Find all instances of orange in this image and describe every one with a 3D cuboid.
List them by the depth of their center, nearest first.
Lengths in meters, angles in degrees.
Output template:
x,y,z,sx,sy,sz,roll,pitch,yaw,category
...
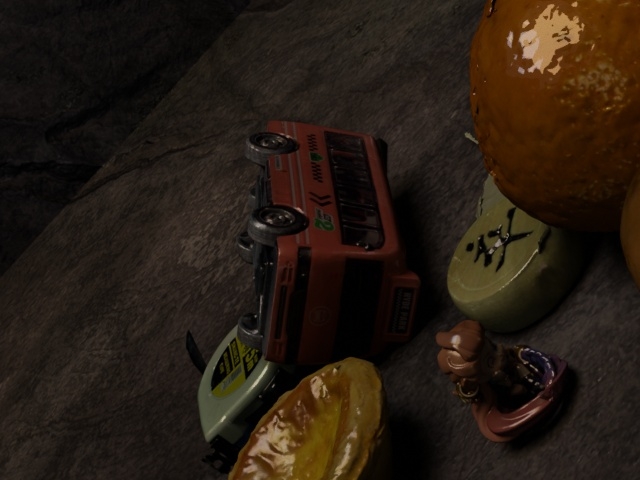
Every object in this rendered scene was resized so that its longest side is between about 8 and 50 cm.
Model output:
x,y,z,sx,sy,sz,roll,pitch,yaw,category
0.333,-0.177,1.689,0.293,0.341,0.341,-4,46,31,orange

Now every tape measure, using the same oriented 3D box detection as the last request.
x,y,z,sx,sy,sz,roll,pitch,yaw,category
-0.107,0.177,2.221,0.215,0.098,0.351,-46,26,13,tape measure

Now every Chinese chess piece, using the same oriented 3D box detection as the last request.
x,y,z,sx,sy,sz,roll,pitch,yaw,category
0.243,0.025,1.850,0.188,0.083,0.188,-38,28,25,Chinese chess piece

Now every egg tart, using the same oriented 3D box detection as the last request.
x,y,z,sx,sy,sz,roll,pitch,yaw,category
-0.003,0.297,1.823,0.319,0.128,0.319,-42,22,22,egg tart

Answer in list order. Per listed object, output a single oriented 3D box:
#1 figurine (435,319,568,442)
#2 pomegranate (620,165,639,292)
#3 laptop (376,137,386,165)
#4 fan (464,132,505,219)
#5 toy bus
x,y,z,sx,sy,sz,roll,pitch,yaw,category
0.193,0.157,1.675,0.114,0.157,0.126,125,164,-51,figurine
0.408,-0.014,1.447,0.248,0.248,0.248,-39,25,23,pomegranate
0.037,-0.076,2.463,0.197,0.016,0.135,-39,26,27,laptop
0.264,-0.107,2.100,0.182,0.010,0.310,-47,26,6,fan
0.000,0.000,2.125,0.427,0.232,0.203,-98,14,-61,toy bus
